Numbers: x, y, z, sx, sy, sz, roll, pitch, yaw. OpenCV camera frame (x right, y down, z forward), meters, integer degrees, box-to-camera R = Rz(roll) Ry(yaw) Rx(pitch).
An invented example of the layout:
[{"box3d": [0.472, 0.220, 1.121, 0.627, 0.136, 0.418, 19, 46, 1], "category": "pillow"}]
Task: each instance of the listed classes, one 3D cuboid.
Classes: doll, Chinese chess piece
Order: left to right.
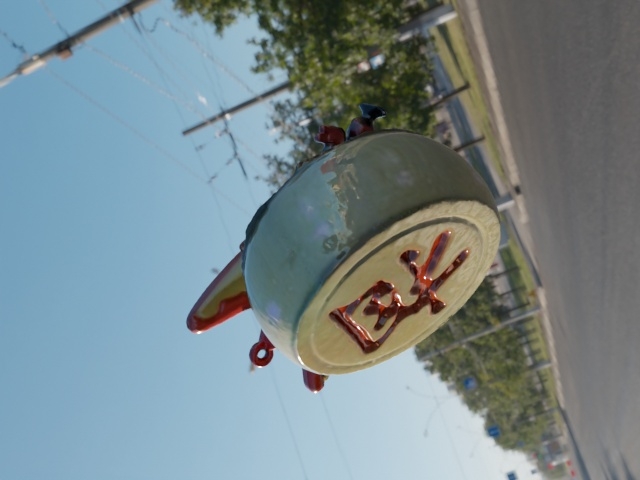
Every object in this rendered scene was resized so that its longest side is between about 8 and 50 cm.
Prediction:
[{"box3d": [0.000, 0.000, 0.480, 0.109, 0.169, 0.057, 33, 167, -36], "category": "doll"}, {"box3d": [0.025, 0.008, 0.363, 0.051, 0.122, 0.122, 54, 180, 35], "category": "Chinese chess piece"}]
